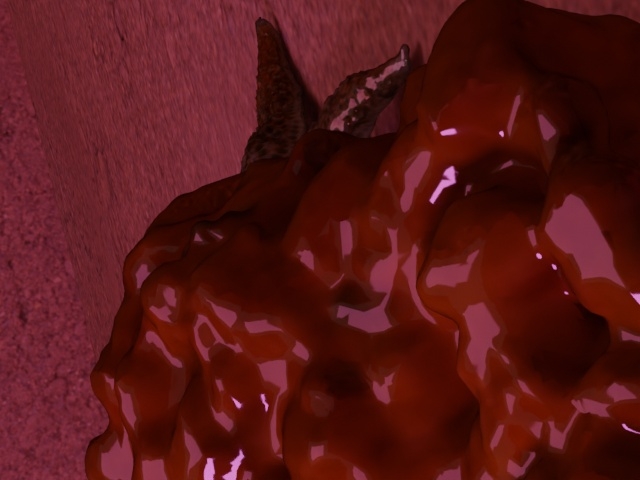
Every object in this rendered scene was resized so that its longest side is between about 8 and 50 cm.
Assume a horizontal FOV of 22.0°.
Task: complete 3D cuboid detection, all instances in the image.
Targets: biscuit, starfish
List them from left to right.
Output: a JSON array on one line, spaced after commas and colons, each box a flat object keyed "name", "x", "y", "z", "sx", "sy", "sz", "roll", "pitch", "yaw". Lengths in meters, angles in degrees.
[{"name": "starfish", "x": -0.003, "y": -0.001, "z": 0.964, "sx": 0.358, "sy": 0.078, "sz": 0.347, "roll": 94, "pitch": 160, "yaw": -49}, {"name": "biscuit", "x": 0.035, "y": 0.098, "z": 0.581, "sx": 0.312, "sy": 0.110, "sz": 0.318, "roll": -24, "pitch": 74, "yaw": 42}]
